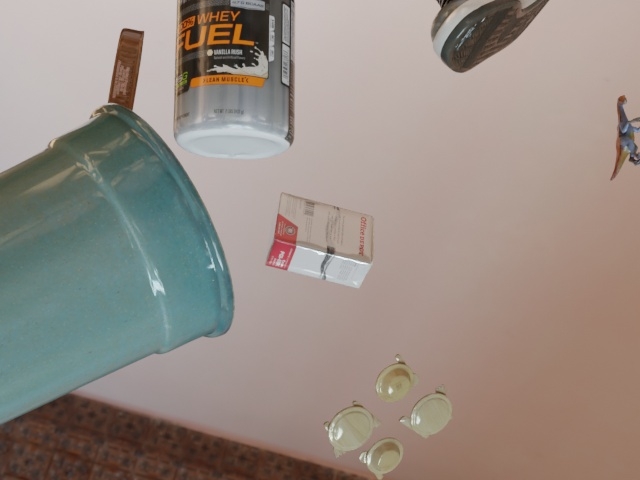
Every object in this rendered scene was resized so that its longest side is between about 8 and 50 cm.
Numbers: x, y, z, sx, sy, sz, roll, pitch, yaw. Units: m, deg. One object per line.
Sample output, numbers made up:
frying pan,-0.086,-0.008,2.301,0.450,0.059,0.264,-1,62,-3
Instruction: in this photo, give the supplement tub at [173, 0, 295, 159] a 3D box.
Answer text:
supplement tub,-0.082,-0.182,0.774,0.117,0.117,0.190,128,-38,-79

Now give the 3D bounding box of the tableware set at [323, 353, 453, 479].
tableware set,0.092,0.236,1.053,0.168,0.141,0.020,-42,-152,-5

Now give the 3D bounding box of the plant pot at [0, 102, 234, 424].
plant pot,-0.341,0.048,0.986,0.334,0.341,0.341,-29,159,-28

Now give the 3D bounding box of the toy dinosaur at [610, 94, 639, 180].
toy dinosaur,0.375,-0.135,0.989,0.090,0.047,0.082,-34,-116,19

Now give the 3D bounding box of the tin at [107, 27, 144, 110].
tin,-0.284,-0.213,1.151,0.106,0.040,0.190,158,-59,-70

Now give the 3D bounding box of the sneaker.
sneaker,0.161,-0.312,0.954,0.124,0.178,0.295,-52,170,34

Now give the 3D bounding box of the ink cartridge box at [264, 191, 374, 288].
ink cartridge box,0.000,0.000,1.086,0.099,0.135,0.056,-84,-168,-47
